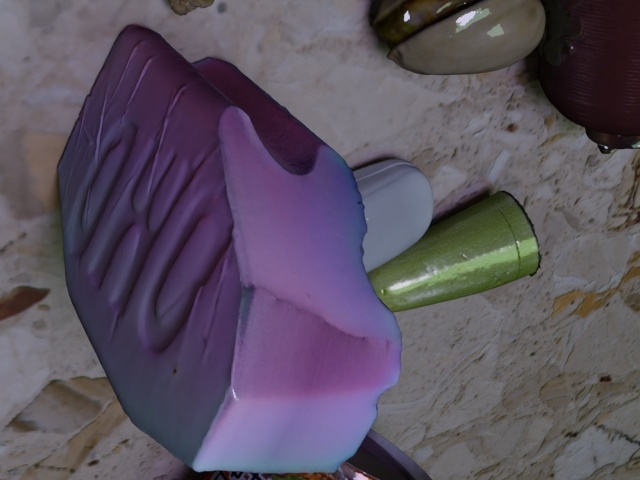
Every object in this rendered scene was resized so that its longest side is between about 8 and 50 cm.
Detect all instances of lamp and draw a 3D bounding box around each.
[{"bbox_3d":[0.281,-0.201,0.759,0.180,0.180,0.258,-22,129,-18],"label":"lamp"}]

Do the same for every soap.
[{"bbox_3d":[-0.075,0.003,0.561,0.109,0.324,0.193,16,110,-39],"label":"soap"}]

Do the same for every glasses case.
[{"bbox_3d":[0.000,0.000,0.778,0.233,0.059,0.092,-26,127,-15],"label":"glasses case"}]

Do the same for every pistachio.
[{"bbox_3d":[0.118,-0.189,0.710,0.149,0.113,0.113,-13,125,-6],"label":"pistachio"}]

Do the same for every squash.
[{"bbox_3d":[0.104,0.023,0.845,0.224,0.094,0.094,-17,126,-14],"label":"squash"}]

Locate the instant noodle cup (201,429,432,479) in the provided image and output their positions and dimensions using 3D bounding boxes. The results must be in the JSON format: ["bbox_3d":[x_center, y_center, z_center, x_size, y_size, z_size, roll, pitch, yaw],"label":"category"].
[{"bbox_3d":[-0.016,0.276,0.838,0.250,0.250,0.192,28,92,-40],"label":"instant noodle cup"}]

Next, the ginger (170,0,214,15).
[{"bbox_3d":[-0.105,-0.226,0.567,0.096,0.067,0.165,-36,134,-37],"label":"ginger"}]
